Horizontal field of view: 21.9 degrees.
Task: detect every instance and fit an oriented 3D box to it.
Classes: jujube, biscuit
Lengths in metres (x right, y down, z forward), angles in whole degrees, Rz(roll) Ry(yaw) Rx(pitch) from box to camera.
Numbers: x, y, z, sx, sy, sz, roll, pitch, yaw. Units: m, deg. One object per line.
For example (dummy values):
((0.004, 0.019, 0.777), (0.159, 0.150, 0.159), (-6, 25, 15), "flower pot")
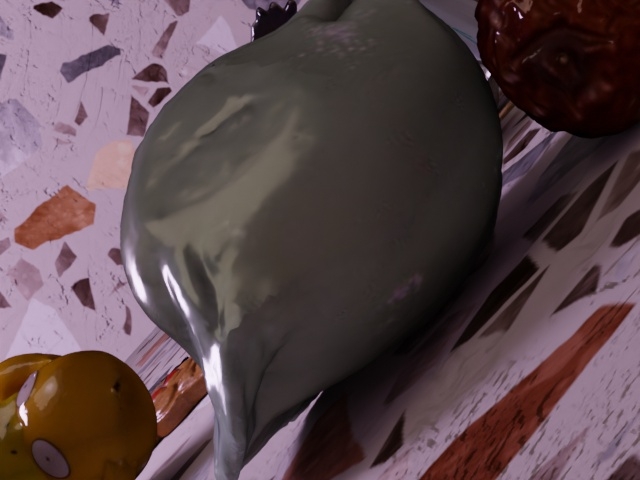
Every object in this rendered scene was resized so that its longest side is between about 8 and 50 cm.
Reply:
((0.149, -0.123, 0.949), (0.109, 0.112, 0.176), (-10, 17, 19), "jujube")
((-0.142, 0.155, 1.725), (0.280, 0.043, 0.183), (-47, 7, 36), "biscuit")

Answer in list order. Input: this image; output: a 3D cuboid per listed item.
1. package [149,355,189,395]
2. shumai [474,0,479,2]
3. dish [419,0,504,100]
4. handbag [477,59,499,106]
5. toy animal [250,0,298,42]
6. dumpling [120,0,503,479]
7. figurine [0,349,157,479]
((-0.248, 0.237, 1.963), (0.239, 0.030, 0.154), (-51, 8, -38), "package")
((0.231, -0.372, 2.047), (0.262, 0.267, 0.314), (18, 93, 52), "shumai")
((0.083, -0.120, 1.498), (0.234, 0.154, 0.064), (-49, -30, -10), "dish")
((0.035, -0.054, 1.359), (0.270, 0.117, 0.182), (-43, 4, -1), "handbag")
((0.062, -0.139, 1.773), (0.284, 0.225, 0.302), (-29, -16, -27), "toy animal")
((-0.009, -0.025, 1.000), (0.320, 0.212, 0.270), (-38, -1, -20), "dumpling")
((-0.238, 0.196, 1.434), (0.215, 0.215, 0.228), (-50, -17, -27), "figurine")
